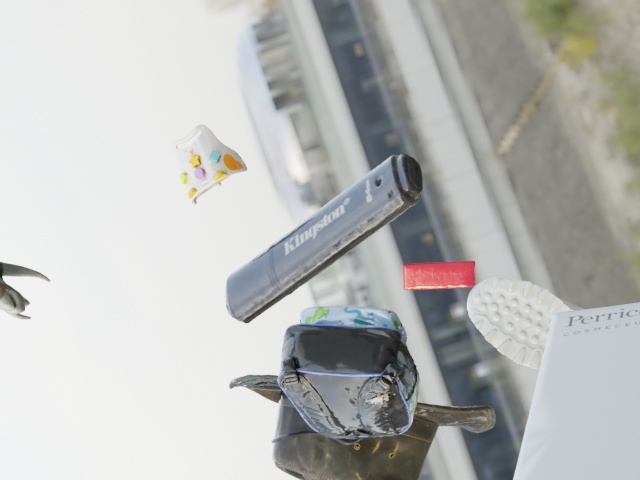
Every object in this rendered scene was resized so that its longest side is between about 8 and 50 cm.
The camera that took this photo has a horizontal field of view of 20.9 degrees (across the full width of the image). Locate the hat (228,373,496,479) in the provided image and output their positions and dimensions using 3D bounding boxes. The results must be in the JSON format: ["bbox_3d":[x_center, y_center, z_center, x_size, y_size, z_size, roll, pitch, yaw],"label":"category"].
[{"bbox_3d":[0.043,0.247,2.083,0.331,0.331,0.134,61,-144,-77],"label":"hat"}]

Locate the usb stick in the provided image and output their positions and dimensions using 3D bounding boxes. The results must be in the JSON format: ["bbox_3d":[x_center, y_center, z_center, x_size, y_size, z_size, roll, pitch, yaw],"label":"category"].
[{"bbox_3d":[0.000,0.000,1.920,0.045,0.278,0.077,40,-150,-27],"label":"usb stick"}]

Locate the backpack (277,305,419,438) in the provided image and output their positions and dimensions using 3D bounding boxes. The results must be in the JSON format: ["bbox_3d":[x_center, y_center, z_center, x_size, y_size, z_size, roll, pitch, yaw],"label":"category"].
[{"bbox_3d":[0.029,0.106,1.389,0.114,0.105,0.084,66,-152,-52],"label":"backpack"}]

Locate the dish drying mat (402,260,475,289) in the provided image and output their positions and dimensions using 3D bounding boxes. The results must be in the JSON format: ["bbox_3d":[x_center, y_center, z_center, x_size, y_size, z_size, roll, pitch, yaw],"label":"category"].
[{"bbox_3d":[0.136,0.040,1.986,0.008,0.083,0.032,-95,3,-69],"label":"dish drying mat"}]

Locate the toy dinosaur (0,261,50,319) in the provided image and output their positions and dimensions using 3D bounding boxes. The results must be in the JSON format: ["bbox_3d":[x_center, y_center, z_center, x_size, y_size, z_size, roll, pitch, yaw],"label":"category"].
[{"bbox_3d":[-0.356,-0.062,1.437,0.313,0.121,0.160,67,-165,4],"label":"toy dinosaur"}]

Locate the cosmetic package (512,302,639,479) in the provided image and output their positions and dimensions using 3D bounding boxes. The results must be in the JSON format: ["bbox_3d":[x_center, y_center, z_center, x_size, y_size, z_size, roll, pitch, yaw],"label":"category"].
[{"bbox_3d":[0.209,0.174,0.929,0.365,0.197,0.155,-66,-37,-61],"label":"cosmetic package"}]

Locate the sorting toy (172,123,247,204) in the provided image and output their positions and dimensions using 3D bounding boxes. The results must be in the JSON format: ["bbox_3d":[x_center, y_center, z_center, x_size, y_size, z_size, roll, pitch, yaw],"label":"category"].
[{"bbox_3d":[-0.143,-0.095,2.056,0.075,0.083,0.045,63,-156,12],"label":"sorting toy"}]

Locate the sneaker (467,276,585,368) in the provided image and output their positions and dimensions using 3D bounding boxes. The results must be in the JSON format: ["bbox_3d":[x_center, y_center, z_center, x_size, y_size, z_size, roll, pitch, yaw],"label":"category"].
[{"bbox_3d":[0.276,0.110,1.961,0.095,0.235,0.090,9,-76,-80],"label":"sneaker"}]
